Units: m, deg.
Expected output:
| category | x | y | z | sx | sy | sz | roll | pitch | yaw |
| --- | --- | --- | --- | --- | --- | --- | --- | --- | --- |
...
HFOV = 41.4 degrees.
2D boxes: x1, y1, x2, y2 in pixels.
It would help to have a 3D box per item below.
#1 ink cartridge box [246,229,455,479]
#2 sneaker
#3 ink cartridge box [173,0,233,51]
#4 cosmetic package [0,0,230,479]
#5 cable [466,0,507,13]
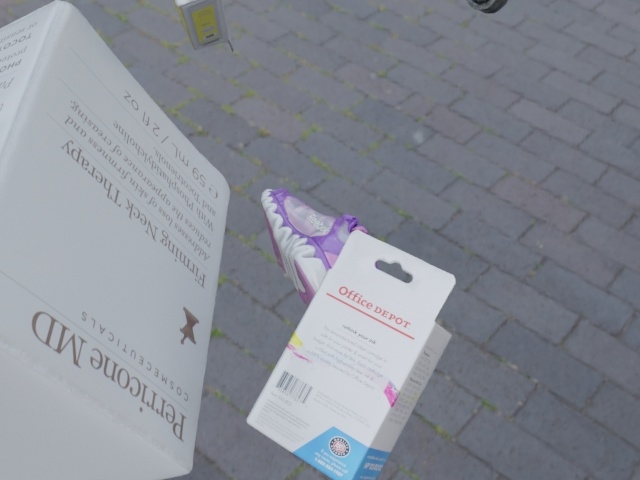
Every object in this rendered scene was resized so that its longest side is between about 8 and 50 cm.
| category | x | y | z | sx | sy | sz | roll | pitch | yaw |
| --- | --- | --- | --- | --- | --- | --- | --- | --- | --- |
| ink cartridge box | 0.033 | 0.095 | 0.689 | 0.104 | 0.061 | 0.181 | 27 | 85 | 27 |
| sneaker | 0.000 | 0.000 | 1.009 | 0.105 | 0.095 | 0.236 | -23 | 33 | -9 |
| ink cartridge box | -0.200 | -0.417 | 1.128 | 0.072 | 0.307 | 0.303 | -21 | 90 | -6 |
| cosmetic package | -0.331 | 0.034 | 0.905 | 0.328 | 0.329 | 0.393 | -16 | 48 | 22 |
| cable | 0.179 | -0.418 | 1.163 | 0.072 | 0.139 | 0.287 | 18 | 55 | -34 |
